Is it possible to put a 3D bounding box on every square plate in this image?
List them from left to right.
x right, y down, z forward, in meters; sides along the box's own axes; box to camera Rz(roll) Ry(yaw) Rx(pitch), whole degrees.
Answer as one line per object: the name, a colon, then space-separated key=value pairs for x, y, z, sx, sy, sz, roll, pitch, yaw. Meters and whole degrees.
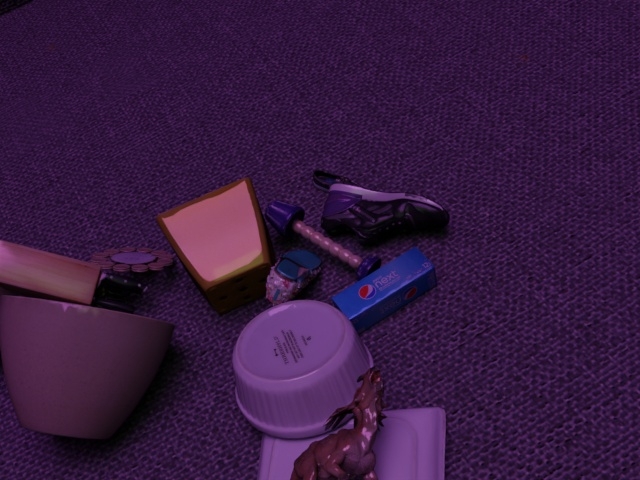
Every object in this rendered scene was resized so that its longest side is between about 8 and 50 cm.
square plate: x=0.040 y=0.433 z=1.405 sx=0.347 sy=0.049 sz=0.344 roll=-6 pitch=44 yaw=14

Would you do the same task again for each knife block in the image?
knife block: x=-0.512 y=0.088 z=1.707 sx=0.242 sy=0.276 sz=0.088 roll=0 pitch=68 yaw=28

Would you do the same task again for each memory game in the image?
memory game: x=-0.418 y=0.043 z=1.816 sx=0.186 sy=0.012 sz=0.186 roll=3 pitch=14 yaw=-1

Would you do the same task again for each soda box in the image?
soda box: x=0.132 y=0.103 z=1.666 sx=0.210 sy=0.067 sz=0.071 roll=-30 pitch=51 yaw=-11

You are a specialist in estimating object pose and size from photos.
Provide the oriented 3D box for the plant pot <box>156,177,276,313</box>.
plant pot: x=-0.196 y=0.029 z=1.731 sx=0.212 sy=0.212 sz=0.187 roll=-24 pitch=64 yaw=-6

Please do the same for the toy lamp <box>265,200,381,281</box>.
toy lamp: x=0.000 y=0.000 z=1.749 sx=0.275 sy=0.080 sz=0.080 roll=34 pitch=65 yaw=19

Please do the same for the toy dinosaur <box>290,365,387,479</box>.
toy dinosaur: x=0.019 y=0.365 z=1.366 sx=0.296 sy=0.127 sz=0.200 roll=-33 pitch=36 yaw=4

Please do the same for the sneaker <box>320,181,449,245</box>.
sneaker: x=0.137 y=-0.036 z=1.775 sx=0.283 sy=0.107 sz=0.124 roll=10 pitch=70 yaw=25

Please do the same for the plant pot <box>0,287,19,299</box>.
plant pot: x=-0.798 y=0.167 z=1.721 sx=0.280 sy=0.323 sz=0.323 roll=-31 pitch=49 yaw=-34

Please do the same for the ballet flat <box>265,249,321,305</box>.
ballet flat: x=-0.063 y=0.076 z=1.686 sx=0.091 sy=0.241 sz=0.077 roll=28 pitch=106 yaw=10

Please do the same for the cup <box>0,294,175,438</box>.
cup: x=-0.464 y=0.250 z=1.570 sx=0.331 sy=0.331 sz=0.236 roll=5 pitch=80 yaw=18

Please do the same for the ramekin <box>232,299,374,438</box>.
ramekin: x=-0.040 y=0.227 z=1.532 sx=0.273 sy=0.127 sz=0.272 roll=-10 pitch=36 yaw=7

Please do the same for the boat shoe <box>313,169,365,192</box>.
boat shoe: x=0.043 y=-0.129 z=1.892 sx=0.142 sy=0.040 sz=0.049 roll=17 pitch=58 yaw=25
